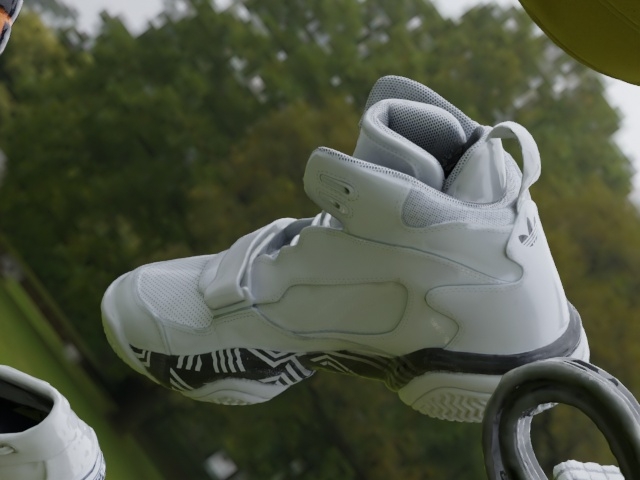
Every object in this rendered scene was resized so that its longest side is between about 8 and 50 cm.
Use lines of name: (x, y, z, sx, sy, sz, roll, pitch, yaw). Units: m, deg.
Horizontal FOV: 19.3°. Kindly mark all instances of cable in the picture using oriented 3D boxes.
cable: (0.135, 0.185, 0.711, 0.072, 0.139, 0.287, -19, 99, -63)

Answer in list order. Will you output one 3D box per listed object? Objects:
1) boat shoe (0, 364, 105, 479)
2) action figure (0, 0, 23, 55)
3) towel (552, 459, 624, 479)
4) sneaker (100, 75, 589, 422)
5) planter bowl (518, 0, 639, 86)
boat shoe: (-0.245, 0.091, 1.114, 0.258, 0.095, 0.084, 8, -44, 22)
action figure: (-0.256, -0.255, 1.187, 0.341, 0.330, 0.178, 39, -11, -9)
towel: (0.340, 0.313, 1.622, 0.235, 0.283, 0.121, -110, -151, -59)
sneaker: (0.000, 0.000, 1.296, 0.365, 0.137, 0.210, 5, -59, 26)
planter bowl: (0.143, -0.134, 0.827, 0.217, 0.090, 0.217, 22, 45, -23)
